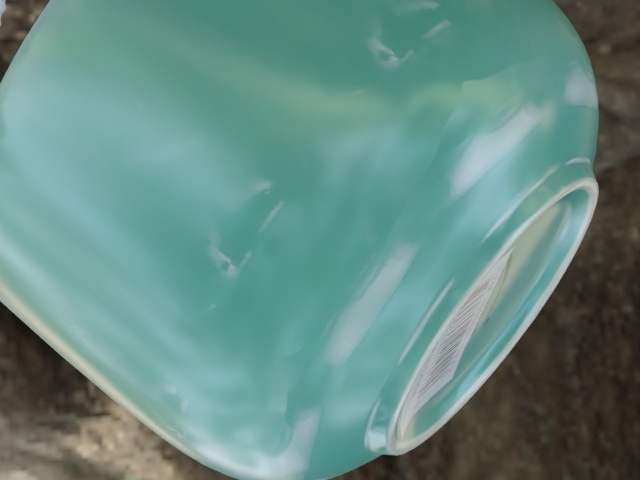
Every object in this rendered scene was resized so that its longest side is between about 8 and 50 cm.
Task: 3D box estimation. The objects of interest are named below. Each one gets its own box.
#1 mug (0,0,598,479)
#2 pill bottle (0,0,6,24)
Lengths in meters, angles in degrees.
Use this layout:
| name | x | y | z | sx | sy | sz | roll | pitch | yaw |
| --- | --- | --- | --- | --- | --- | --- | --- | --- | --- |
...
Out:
| name | x | y | z | sx | sy | sz | roll | pitch | yaw |
| --- | --- | --- | --- | --- | --- | --- | --- | --- | --- |
| mug | 0.004 | -0.008 | 0.397 | 0.129 | 0.097 | 0.158 | -54 | 162 | 0 |
| pill bottle | -0.073 | -0.188 | 0.624 | 0.264 | 0.153 | 0.153 | -37 | 155 | -5 |
